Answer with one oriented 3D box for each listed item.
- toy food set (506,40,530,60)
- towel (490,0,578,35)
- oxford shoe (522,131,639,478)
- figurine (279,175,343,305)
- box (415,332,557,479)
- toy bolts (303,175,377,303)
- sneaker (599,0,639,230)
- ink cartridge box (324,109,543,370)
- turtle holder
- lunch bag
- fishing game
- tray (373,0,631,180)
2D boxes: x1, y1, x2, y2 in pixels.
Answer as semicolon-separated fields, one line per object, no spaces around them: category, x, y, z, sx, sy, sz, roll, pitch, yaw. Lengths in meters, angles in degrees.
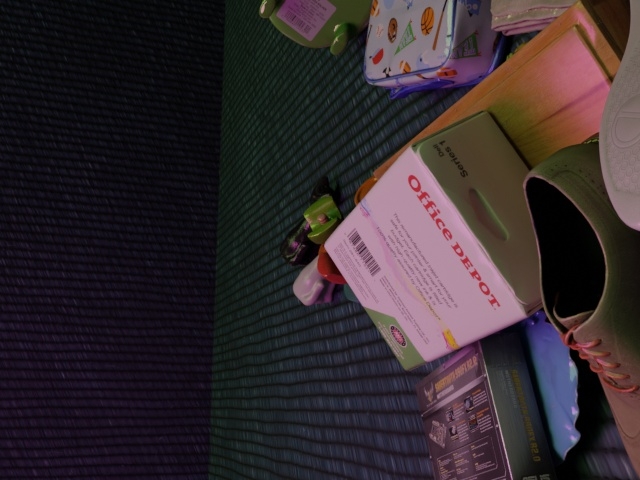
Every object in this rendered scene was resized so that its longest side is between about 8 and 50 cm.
toy food set;0.268;-0.165;0.813;0.128;0.071;0.218;124;145;-52
towel;0.295;-0.380;0.796;0.187;0.049;0.282;31;105;66
oxford shoe;0.255;0.084;0.606;0.123;0.130;0.348;-16;92;63
figurine;0.000;0.000;1.476;0.215;0.092;0.209;-113;38;-49
box;0.197;0.239;0.868;0.231;0.056;0.183;115;150;-61
toy bolts;0.093;0.017;1.220;0.218;0.158;0.228;-29;34;17
sneaker;0.315;-0.125;0.541;0.104;0.146;0.296;-30;40;63
ink cartridge box;0.140;0.014;0.797;0.201;0.117;0.278;57;153;9
turtle holder;0.015;-0.551;1.347;0.227;0.243;0.320;-84;3;-53
lunch bag;0.171;-0.342;1.062;0.303;0.115;0.243;-161;75;-68
fishing game;0.258;0.171;0.812;0.189;0.041;0.264;178;91;-77
tray;0.222;-0.078;0.779;0.203;0.076;0.411;59;154;3
